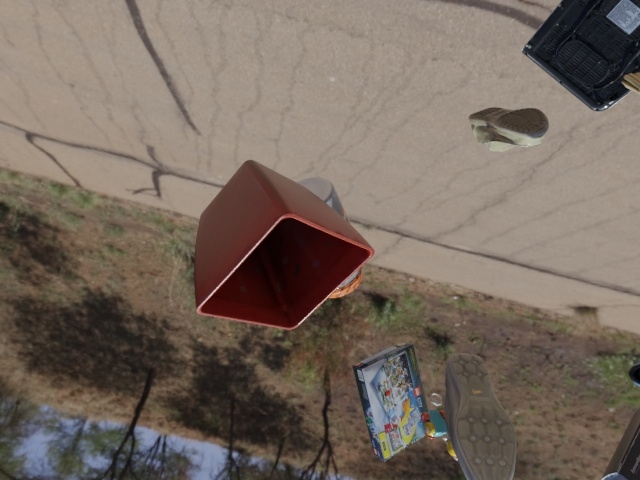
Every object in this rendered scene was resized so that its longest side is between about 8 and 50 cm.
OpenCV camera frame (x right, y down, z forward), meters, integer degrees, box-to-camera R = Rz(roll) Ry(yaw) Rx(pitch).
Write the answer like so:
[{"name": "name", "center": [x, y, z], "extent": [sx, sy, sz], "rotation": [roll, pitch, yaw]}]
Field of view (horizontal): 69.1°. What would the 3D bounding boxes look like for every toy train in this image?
[{"name": "toy train", "center": [0.290, 0.411, 0.995], "extent": [0.166, 0.046, 0.125], "rotation": [33, -145, 18]}]

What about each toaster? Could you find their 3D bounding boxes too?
[{"name": "toaster", "center": [0.429, -0.302, 0.682], "extent": [0.185, 0.110, 0.168], "rotation": [45, 138, 10]}]

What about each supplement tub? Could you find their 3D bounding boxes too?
[{"name": "supplement tub", "center": [0.000, 0.000, 1.300], "extent": [0.193, 0.194, 0.316], "rotation": [3, 134, 35]}]

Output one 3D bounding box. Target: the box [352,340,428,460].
[{"name": "box", "center": [0.177, 0.384, 1.126], "extent": [0.159, 0.233, 0.044], "rotation": [-17, -173, -29]}]

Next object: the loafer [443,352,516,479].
[{"name": "loafer", "center": [0.294, 0.347, 0.882], "extent": [0.111, 0.112, 0.319], "rotation": [4, -155, 9]}]

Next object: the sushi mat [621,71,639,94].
[{"name": "sushi mat", "center": [0.421, -0.073, 0.387], "extent": [0.151, 0.317, 0.019], "rotation": [-13, 137, -12]}]

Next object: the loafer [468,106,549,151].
[{"name": "loafer", "center": [0.451, -0.260, 1.113], "extent": [0.101, 0.092, 0.269], "rotation": [-23, -157, 0]}]

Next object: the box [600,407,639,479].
[{"name": "box", "center": [0.617, 0.401, 0.778], "extent": [0.207, 0.153, 0.108], "rotation": [32, 159, 31]}]

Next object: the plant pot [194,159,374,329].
[{"name": "plant pot", "center": [-0.102, -0.005, 0.956], "extent": [0.267, 0.236, 0.267], "rotation": [-45, 141, 21]}]

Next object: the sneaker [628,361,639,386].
[{"name": "sneaker", "center": [0.954, 0.362, 1.171], "extent": [0.147, 0.130, 0.330], "rotation": [7, 167, -28]}]
